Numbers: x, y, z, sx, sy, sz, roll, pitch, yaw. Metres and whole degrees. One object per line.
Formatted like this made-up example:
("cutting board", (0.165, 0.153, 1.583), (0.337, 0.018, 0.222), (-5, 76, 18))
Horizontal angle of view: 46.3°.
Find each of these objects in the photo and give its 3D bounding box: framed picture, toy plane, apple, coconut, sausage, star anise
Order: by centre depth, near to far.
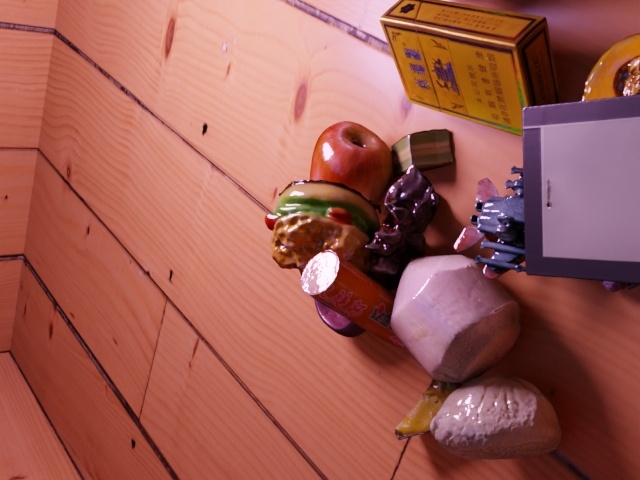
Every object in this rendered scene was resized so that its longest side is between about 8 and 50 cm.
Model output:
("framed picture", (0.426, -0.069, 1.031), (0.347, 0.016, 0.264), (2, 98, 50))
("toy plane", (0.372, -0.032, 1.215), (0.326, 0.104, 0.222), (5, 66, 50))
("coconut", (0.232, 0.128, 1.337), (0.234, 0.224, 0.224), (46, 126, 34))
("sausage", (0.102, 0.128, 1.423), (0.093, 0.312, 0.093), (-30, 42, 31))
("star anise", (0.165, -0.015, 1.424), (0.099, 0.214, 0.220), (28, 157, 25))
("apple", (0.059, -0.138, 1.535), (0.199, 0.199, 0.199), (6, 99, 48))

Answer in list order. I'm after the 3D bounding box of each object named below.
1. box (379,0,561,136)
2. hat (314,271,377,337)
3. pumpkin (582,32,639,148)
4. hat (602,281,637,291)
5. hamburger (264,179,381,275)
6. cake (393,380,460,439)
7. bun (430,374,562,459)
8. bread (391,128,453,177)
("box", (0.254, -0.302, 1.282), (0.301, 0.084, 0.192), (29, 155, 44))
("hat", (0.068, 0.109, 1.606), (0.205, 0.089, 0.205), (-1, 89, 53))
("pumpkin", (0.520, -0.159, 1.025), (0.317, 0.139, 0.221), (26, 111, 43))
("hat", (0.506, 0.035, 1.103), (0.227, 0.129, 0.140), (-20, 46, 65))
("hamburger", (0.000, 0.000, 1.466), (0.237, 0.237, 0.148), (-20, 45, 48))
("cake", (0.234, 0.348, 1.468), (0.116, 0.080, 0.184), (40, 113, 25))
("bun", (0.296, 0.303, 1.282), (0.220, 0.220, 0.134), (-26, 57, 47))
("bread", (0.197, -0.171, 1.488), (0.139, 0.084, 0.074), (155, 107, -79))
